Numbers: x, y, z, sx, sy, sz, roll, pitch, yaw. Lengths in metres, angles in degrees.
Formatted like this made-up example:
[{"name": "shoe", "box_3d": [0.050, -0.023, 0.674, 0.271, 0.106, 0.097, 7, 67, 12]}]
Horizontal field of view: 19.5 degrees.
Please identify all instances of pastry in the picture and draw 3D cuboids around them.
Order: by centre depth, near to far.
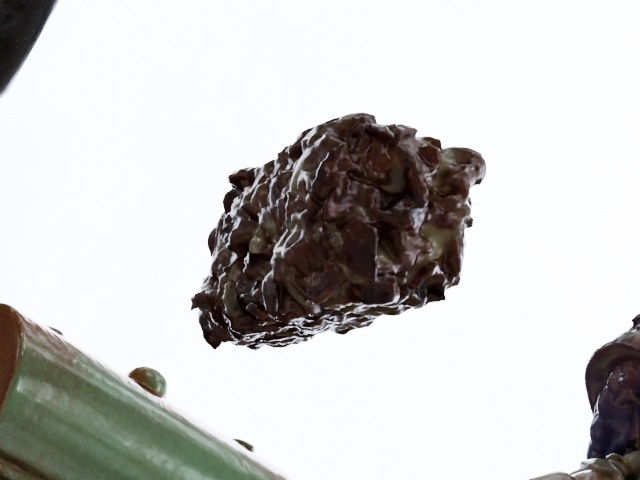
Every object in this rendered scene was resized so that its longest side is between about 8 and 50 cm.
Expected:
[{"name": "pastry", "box_3d": [0.002, 0.000, 0.913, 0.115, 0.208, 0.097, 5, -102, -17]}]

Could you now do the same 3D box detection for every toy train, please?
[{"name": "toy train", "box_3d": [-0.123, 0.152, 1.037, 0.116, 0.177, 0.285, -1, -28, 44]}]

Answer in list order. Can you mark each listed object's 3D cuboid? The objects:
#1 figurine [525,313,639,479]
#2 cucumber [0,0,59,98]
[{"name": "figurine", "box_3d": [0.116, 0.101, 0.639, 0.114, 0.157, 0.126, 35, -50, 13]}, {"name": "cucumber", "box_3d": [-0.098, -0.159, 0.679, 0.074, 0.074, 0.241, 37, -63, 6]}]
